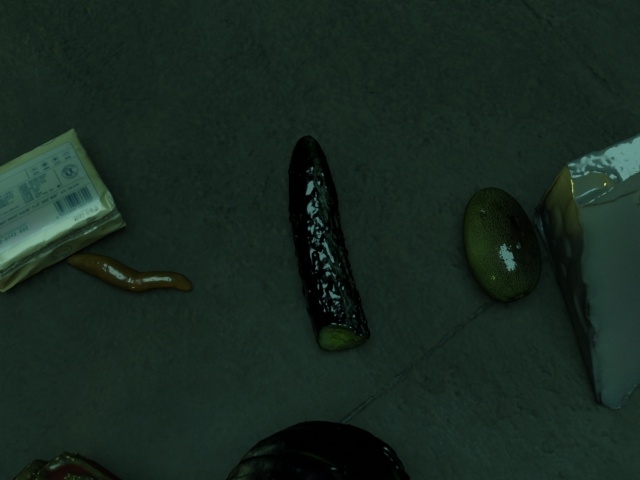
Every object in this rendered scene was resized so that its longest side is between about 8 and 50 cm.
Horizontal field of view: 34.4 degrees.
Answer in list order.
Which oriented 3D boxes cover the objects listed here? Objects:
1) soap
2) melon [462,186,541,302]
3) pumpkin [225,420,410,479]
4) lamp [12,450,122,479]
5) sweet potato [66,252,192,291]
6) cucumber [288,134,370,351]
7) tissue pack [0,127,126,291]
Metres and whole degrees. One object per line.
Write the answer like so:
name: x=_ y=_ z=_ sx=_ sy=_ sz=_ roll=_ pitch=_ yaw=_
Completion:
soap: x=0.397 y=0.037 z=1.297 sx=0.159 sy=0.258 sz=0.302 roll=-17 pitch=75 yaw=-6
melon: x=0.241 y=0.004 z=1.389 sx=0.099 sy=0.099 sz=0.162 roll=-12 pitch=68 yaw=-4
pumpkin: x=-0.027 y=0.355 z=1.205 sx=0.296 sy=0.296 sz=0.295 roll=0 pitch=73 yaw=0
lamp: x=-0.262 y=0.374 z=1.246 sx=0.274 sy=0.177 sz=0.177 roll=31 pitch=76 yaw=11
sweet potato: x=-0.264 y=0.048 z=1.408 sx=0.179 sy=0.044 sz=0.044 roll=13 pitch=74 yaw=5
cucumber: x=0.000 y=0.000 z=1.404 sx=0.072 sy=0.081 sz=0.303 roll=8 pitch=61 yaw=-43
tissue pack: x=-0.385 y=-0.041 z=1.402 sx=0.196 sy=0.092 sz=0.148 roll=-28 pitch=68 yaw=-10
